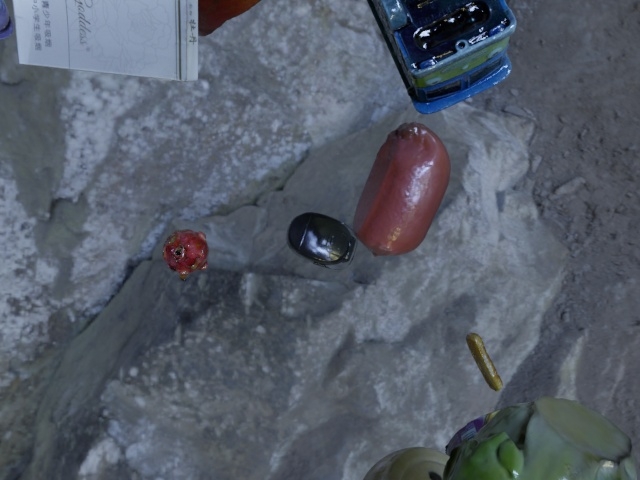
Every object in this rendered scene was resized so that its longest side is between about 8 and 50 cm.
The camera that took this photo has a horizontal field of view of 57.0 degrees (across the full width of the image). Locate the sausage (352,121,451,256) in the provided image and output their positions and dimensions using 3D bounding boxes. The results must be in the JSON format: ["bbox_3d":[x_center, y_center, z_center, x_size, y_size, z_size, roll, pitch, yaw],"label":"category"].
[{"bbox_3d":[0.149,-0.081,1.064,0.148,0.148,0.254,42,112,41],"label":"sausage"}]

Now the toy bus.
[{"bbox_3d":[0.138,-0.356,0.811,0.152,0.190,0.312,-24,77,10],"label":"toy bus"}]

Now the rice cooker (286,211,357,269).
[{"bbox_3d":[0.001,0.000,1.636,0.142,0.203,0.118,-69,13,-12],"label":"rice cooker"}]

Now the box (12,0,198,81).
[{"bbox_3d":[-0.221,-0.226,0.603,0.198,0.029,0.109,9,112,11],"label":"box"}]

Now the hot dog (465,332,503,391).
[{"bbox_3d":[0.307,0.226,1.109,0.137,0.028,0.044,58,161,-20],"label":"hot dog"}]

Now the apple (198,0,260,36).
[{"bbox_3d":[-0.140,-0.516,0.903,0.365,0.295,0.328,-4,116,39],"label":"apple"}]

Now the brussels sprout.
[{"bbox_3d":[0.214,0.284,0.586,0.244,0.244,0.244,-8,78,46],"label":"brussels sprout"}]

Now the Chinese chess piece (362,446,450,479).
[{"bbox_3d":[0.169,0.449,0.906,0.104,0.257,0.257,-53,50,30],"label":"Chinese chess piece"}]

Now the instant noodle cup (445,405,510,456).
[{"bbox_3d":[0.405,0.515,1.167,0.340,0.340,0.266,-53,26,28],"label":"instant noodle cup"}]

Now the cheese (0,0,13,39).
[{"bbox_3d":[-0.430,-0.272,0.715,0.042,0.105,0.191,-41,42,25],"label":"cheese"}]

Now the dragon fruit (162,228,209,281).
[{"bbox_3d":[-0.361,0.029,1.595,0.133,0.166,0.136,-37,91,-4],"label":"dragon fruit"}]
